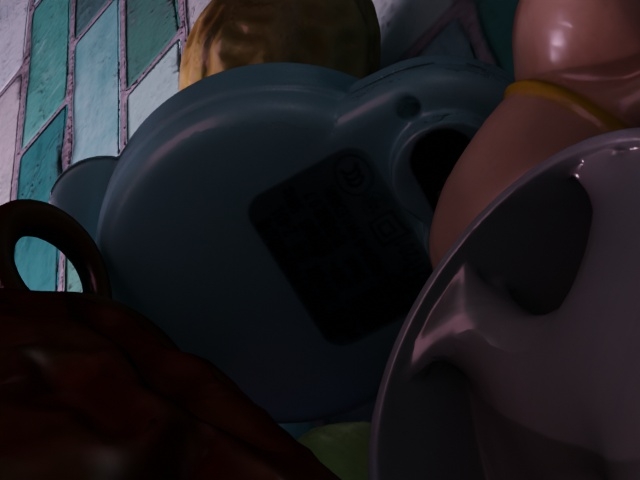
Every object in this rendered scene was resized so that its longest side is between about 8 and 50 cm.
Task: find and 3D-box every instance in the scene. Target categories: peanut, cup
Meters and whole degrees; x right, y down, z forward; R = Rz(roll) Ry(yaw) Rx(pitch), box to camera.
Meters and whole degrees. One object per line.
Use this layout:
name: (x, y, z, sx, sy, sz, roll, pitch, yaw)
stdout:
peanut: (-0.054, -0.073, 1.027, 0.147, 0.147, 0.305, 0, 64, 58)
cup: (0.156, 0.059, 0.507, 0.221, 0.202, 0.167, -59, 28, -1)

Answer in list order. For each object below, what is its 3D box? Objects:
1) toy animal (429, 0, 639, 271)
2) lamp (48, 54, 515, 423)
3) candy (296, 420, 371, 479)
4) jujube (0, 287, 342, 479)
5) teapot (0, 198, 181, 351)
toy animal: (0.138, -0.037, 0.666, 0.149, 0.165, 0.248, -11, 52, 50)
lamp: (0.002, -0.006, 0.824, 0.284, 0.209, 0.147, -17, 28, 30)
candy: (0.058, 0.202, 0.614, 0.132, 0.142, 0.343, -25, 26, -12)
jujube: (-0.108, 0.160, 0.473, 0.276, 0.276, 0.377, -59, 29, -2)
teapot: (-0.115, 0.095, 0.753, 0.178, 0.135, 0.252, -32, 68, 39)
